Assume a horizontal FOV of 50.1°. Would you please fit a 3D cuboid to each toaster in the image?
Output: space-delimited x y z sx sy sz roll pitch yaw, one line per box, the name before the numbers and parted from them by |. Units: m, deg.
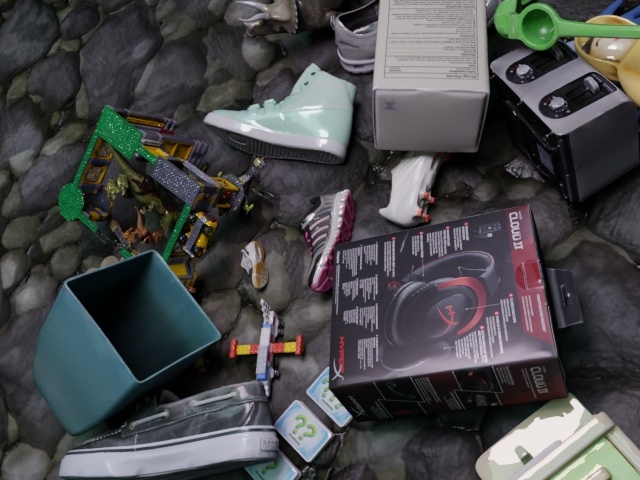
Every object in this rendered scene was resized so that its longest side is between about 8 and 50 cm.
toaster | 0.317 -0.151 0.893 0.110 0.186 0.168 -31 49 5

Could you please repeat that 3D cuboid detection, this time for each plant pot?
plant pot | -0.298 0.163 0.978 0.165 0.165 0.234 50 124 10

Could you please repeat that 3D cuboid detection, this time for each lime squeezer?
lime squeezer | 0.285 -0.272 0.858 0.109 0.059 0.310 2 26 -9

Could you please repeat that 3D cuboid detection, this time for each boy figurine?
boy figurine | 0.422 -0.224 0.794 0.177 0.092 0.285 -55 31 0

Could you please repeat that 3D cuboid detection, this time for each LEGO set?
LEGO set | -0.082 0.207 0.962 0.182 0.060 0.244 -46 56 -7
LEGO set | -0.246 -0.067 1.128 0.331 0.192 0.255 28 104 28

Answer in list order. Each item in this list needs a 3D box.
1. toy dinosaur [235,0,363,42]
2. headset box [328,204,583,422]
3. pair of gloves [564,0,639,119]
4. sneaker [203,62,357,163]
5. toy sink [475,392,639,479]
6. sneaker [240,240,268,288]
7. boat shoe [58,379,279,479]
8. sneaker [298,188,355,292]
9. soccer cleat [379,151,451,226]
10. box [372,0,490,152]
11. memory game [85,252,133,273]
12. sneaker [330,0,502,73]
toy dinosaur | 0.014 -0.436 1.169 0.121 0.160 0.313 35 84 33
headset box | 0.166 0.090 0.850 0.293 0.110 0.218 -13 49 18
pair of gloves | 0.441 -0.261 0.973 0.159 0.023 0.198 -23 59 11
sneaker | -0.061 -0.218 1.134 0.255 0.094 0.151 12 77 18
toy sink | 0.278 0.277 0.717 0.152 0.131 0.234 -38 56 2
sneaker | -0.106 0.043 1.071 0.037 0.032 0.083 -27 52 26
boat shoe | -0.208 0.268 0.949 0.335 0.121 0.119 -14 62 17
sneaker | 0.000 0.000 1.022 0.074 0.063 0.170 1 62 25
soccer cleat | 0.145 -0.114 1.010 0.076 0.068 0.196 14 75 32
box | 0.153 -0.252 0.961 0.148 0.127 0.232 3 60 7
memory game | -0.353 0.107 1.159 0.186 0.012 0.186 -10 63 20
sneaker | 0.149 -0.353 1.092 0.281 0.115 0.105 -18 60 16
